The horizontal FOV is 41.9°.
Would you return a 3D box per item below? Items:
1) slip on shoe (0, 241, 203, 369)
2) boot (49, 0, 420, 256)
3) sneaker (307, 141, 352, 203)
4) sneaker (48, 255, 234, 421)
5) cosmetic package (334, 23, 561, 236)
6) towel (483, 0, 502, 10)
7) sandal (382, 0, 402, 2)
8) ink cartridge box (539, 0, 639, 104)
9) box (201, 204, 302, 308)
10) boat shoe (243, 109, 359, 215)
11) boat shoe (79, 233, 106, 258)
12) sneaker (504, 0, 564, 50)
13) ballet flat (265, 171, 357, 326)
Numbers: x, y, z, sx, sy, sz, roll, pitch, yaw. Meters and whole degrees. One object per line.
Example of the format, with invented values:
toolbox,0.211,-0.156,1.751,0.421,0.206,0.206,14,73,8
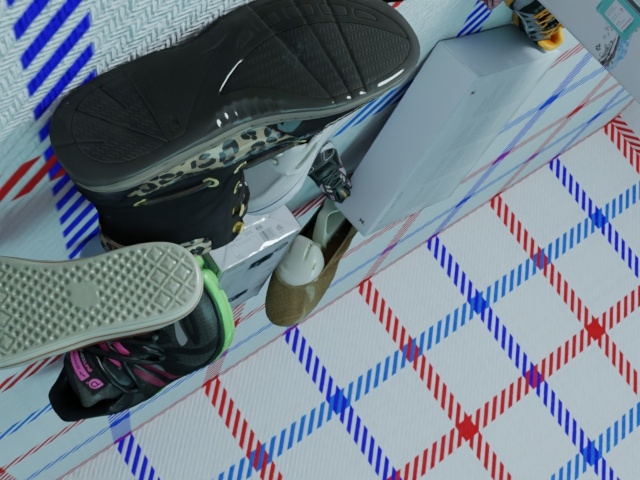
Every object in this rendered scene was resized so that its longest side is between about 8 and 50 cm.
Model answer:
slip on shoe,-0.288,0.071,0.885,0.331,0.123,0.101,-9,167,-8
boot,-0.090,-0.106,0.903,0.377,0.138,0.284,-28,166,-19
sneaker,0.021,-0.107,1.388,0.072,0.077,0.178,-38,168,7
sneaker,-0.300,0.181,1.353,0.202,0.185,0.483,-29,167,-47
cosmetic package,0.218,-0.194,1.461,0.284,0.097,0.377,-27,158,-46
towel,0.331,-0.440,1.048,0.237,0.037,0.329,-34,168,-13
sandal,0.064,-0.271,0.884,0.219,0.060,0.090,-41,168,23
ink cartridge box,0.465,-0.333,1.104,0.198,0.270,0.197,-30,165,-38
box,-0.158,0.041,1.440,0.169,0.087,0.290,-30,167,-29
boat shoe,-0.039,-0.133,1.067,0.267,0.096,0.088,-42,163,25
boat shoe,-0.248,0.018,1.130,0.183,0.065,0.083,-28,165,-40
sneaker,0.348,-0.359,1.306,0.084,0.083,0.215,-37,167,15
ballet flat,0.000,0.000,1.546,0.342,0.116,0.124,-52,157,-24
